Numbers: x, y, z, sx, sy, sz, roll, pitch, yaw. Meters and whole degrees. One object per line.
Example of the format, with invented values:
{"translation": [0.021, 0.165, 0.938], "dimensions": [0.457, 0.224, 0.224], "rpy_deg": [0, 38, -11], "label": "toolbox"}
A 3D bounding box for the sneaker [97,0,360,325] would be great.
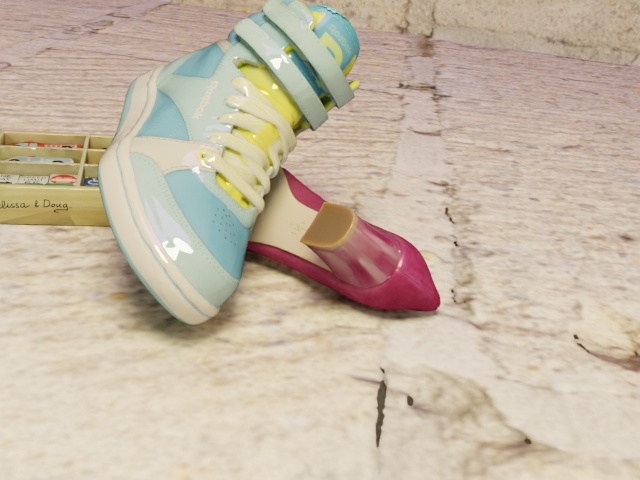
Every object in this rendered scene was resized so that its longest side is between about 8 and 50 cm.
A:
{"translation": [-0.054, -0.090, 0.626], "dimensions": [0.208, 0.127, 0.319], "rpy_deg": [-29, 38, 13], "label": "sneaker"}

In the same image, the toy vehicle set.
{"translation": [-0.272, -0.064, 0.763], "dimensions": [0.266, 0.035, 0.166], "rpy_deg": [1, 24, -14], "label": "toy vehicle set"}

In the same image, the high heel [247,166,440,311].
{"translation": [0.000, 0.000, 0.689], "dimensions": [0.117, 0.082, 0.244], "rpy_deg": [39, -15, -31], "label": "high heel"}
